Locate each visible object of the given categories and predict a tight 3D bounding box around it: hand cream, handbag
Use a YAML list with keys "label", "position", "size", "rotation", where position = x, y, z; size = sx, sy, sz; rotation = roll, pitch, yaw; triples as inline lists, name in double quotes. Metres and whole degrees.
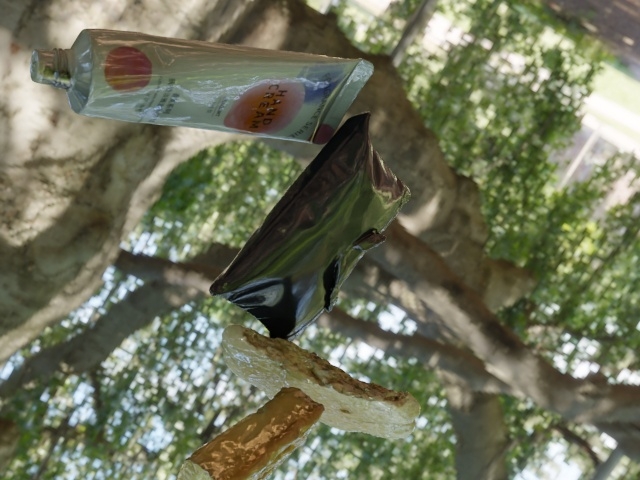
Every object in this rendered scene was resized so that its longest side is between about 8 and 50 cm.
- label: "hand cream"
  position: [-0.113, -0.148, 0.951]
  size: [0.340, 0.124, 0.078]
  rotation: [3, -131, -30]
- label: "handbag"
  position: [0.000, 0.000, 1.092]
  size: [0.088, 0.254, 0.211]
  rotation: [37, 172, 28]

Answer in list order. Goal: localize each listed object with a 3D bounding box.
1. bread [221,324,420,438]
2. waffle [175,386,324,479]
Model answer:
- label: "bread"
  position: [-0.005, 0.180, 1.157]
  size: [0.251, 0.039, 0.182]
  rotation: [22, 154, 6]
- label: "waffle"
  position: [-0.108, 0.264, 1.039]
  size: [0.057, 0.274, 0.168]
  rotation: [47, -133, 12]
